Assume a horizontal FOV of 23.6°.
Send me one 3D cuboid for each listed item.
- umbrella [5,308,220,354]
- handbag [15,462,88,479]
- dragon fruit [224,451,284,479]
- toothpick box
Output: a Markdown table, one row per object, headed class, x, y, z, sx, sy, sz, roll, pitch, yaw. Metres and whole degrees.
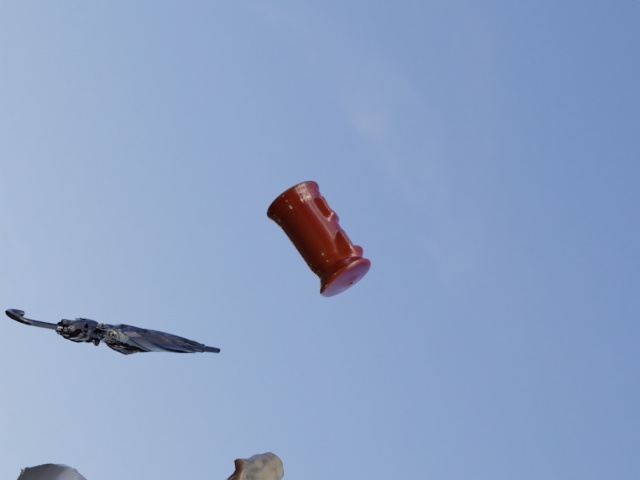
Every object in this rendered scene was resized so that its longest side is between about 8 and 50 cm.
| class | x | y | z | sx | sy | sz | roll | pitch | yaw |
| --- | --- | --- | --- | --- | --- | --- | --- | --- | --- |
| umbrella | -0.089 | 0.044 | 0.692 | 0.022 | 0.122 | 0.013 | 28 | -80 | 47 |
| handbag | -0.236 | 0.256 | 1.226 | 0.095 | 0.173 | 0.117 | 32 | -46 | 5 |
| dragon fruit | -0.037 | 0.188 | 0.543 | 0.134 | 0.211 | 0.262 | 36 | -11 | -25 |
| toothpick box | 0.000 | 0.000 | 1.154 | 0.083 | 0.047 | 0.047 | 55 | -32 | 19 |
